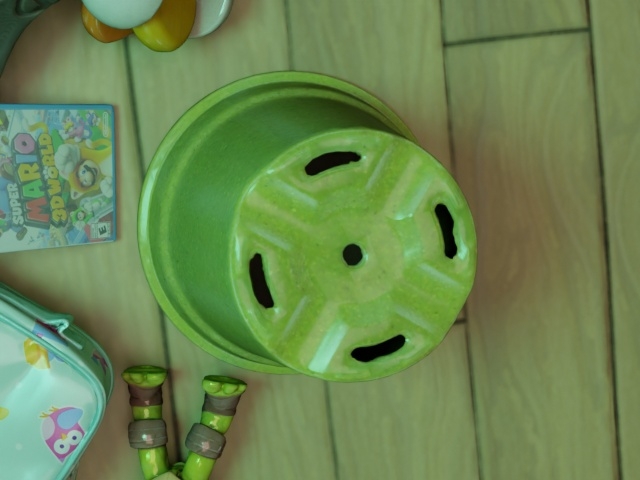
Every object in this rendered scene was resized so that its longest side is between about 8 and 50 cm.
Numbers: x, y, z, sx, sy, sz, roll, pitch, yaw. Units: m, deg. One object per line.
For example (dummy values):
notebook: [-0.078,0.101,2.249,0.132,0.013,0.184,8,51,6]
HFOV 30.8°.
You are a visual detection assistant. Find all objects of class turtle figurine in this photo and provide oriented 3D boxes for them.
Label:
turtle figurine: [-0.115,0.224,0.999,0.270,0.087,0.217,7,89,20]

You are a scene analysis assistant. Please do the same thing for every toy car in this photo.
toy car: [-0.153,-0.245,0.935,0.136,0.159,0.182,8,97,24]

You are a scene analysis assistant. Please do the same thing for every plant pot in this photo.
plant pot: [0.000,0.000,0.922,0.276,0.254,0.276,-1,97,-12]

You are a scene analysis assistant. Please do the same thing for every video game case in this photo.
video game case: [-0.237,-0.051,0.942,0.166,0.015,0.119,-7,100,-47]

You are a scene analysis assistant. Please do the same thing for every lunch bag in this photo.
lunch bag: [-0.313,0.121,0.936,0.279,0.108,0.224,34,89,-7]

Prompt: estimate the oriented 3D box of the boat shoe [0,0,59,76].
boat shoe: [-0.257,-0.219,0.838,0.355,0.132,0.130,-39,70,30]
